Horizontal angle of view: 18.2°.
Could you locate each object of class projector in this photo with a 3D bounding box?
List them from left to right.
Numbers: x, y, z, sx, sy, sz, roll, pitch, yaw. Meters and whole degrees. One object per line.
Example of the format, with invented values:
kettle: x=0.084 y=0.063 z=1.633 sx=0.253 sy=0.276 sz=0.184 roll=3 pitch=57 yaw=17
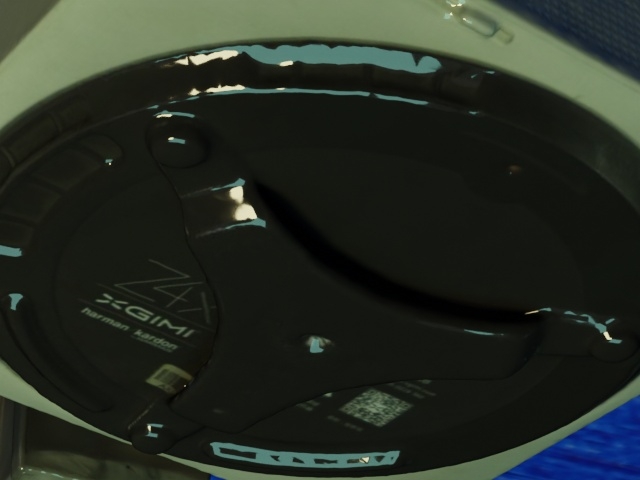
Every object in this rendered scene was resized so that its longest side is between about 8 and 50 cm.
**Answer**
projector: x=0.000 y=0.000 z=0.632 sx=0.257 sy=0.079 sz=0.259 roll=24 pitch=139 yaw=-28

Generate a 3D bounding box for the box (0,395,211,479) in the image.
box: x=-0.084 y=0.079 z=0.754 sx=0.085 sy=0.063 sz=0.060 roll=17 pitch=141 yaw=-18
